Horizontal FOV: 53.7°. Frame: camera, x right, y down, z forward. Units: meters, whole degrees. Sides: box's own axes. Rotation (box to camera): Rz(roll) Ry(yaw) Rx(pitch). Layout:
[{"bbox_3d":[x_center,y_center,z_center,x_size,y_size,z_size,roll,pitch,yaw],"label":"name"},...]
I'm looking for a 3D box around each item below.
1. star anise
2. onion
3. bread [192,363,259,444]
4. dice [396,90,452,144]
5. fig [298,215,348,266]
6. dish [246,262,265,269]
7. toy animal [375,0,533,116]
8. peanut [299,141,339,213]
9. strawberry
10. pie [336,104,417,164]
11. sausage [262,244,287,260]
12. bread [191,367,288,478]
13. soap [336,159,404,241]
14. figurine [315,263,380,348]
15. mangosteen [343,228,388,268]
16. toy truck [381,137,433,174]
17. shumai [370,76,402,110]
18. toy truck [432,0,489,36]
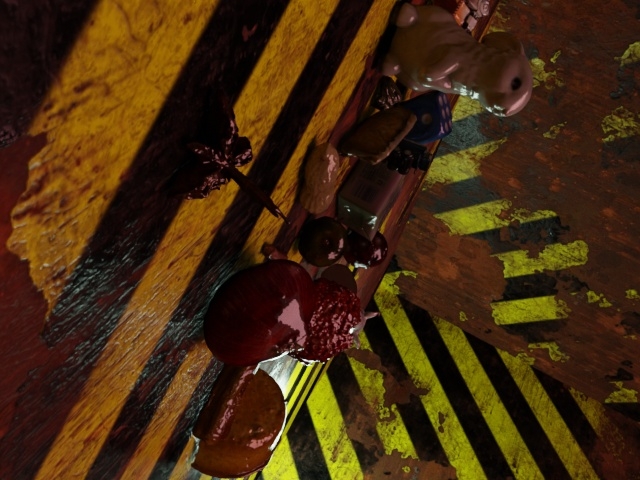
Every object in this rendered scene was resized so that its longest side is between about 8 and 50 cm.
[{"bbox_3d":[-0.108,-0.092,0.849,0.158,0.144,0.140,-61,160,-3],"label":"star anise"},{"bbox_3d":[-0.110,0.148,1.247,0.247,0.161,0.248,-15,117,-32],"label":"onion"},{"bbox_3d":[-0.219,0.371,1.567,0.271,0.077,0.139,-63,172,-9],"label":"bread"},{"bbox_3d":[0.318,-0.376,1.942,0.146,0.146,0.143,-40,116,-57],"label":"dice"},{"bbox_3d":[0.017,0.004,1.653,0.185,0.126,0.133,5,99,-74],"label":"fig"},{"bbox_3d":[-0.136,0.078,1.348,0.091,0.039,0.137,-61,166,9],"label":"dish"},{"bbox_3d":[0.321,-0.412,1.455,0.258,0.357,0.194,-53,163,-46],"label":"toy animal"},{"bbox_3d":[-0.001,-0.135,1.372,0.082,0.082,0.187,-54,165,-35],"label":"peanut"},{"bbox_3d":[-0.024,0.221,1.815,0.261,0.257,0.261,-48,-162,22],"label":"strawberry"},{"bbox_3d":[0.148,-0.270,1.597,0.282,0.128,0.069,-48,150,-44],"label":"pie"},{"bbox_3d":[-0.101,0.031,1.418,0.035,0.030,0.147,-59,168,-4],"label":"sausage"},{"bbox_3d":[-0.193,0.517,1.754,0.340,0.178,0.195,-46,160,-56],"label":"bread"},{"bbox_3d":[0.148,-0.136,1.858,0.200,0.138,0.182,-58,166,-20],"label":"soap"},{"bbox_3d":[0.066,0.226,2.179,0.206,0.284,0.316,-46,137,-26],"label":"figurine"},{"bbox_3d":[0.158,0.009,2.223,0.166,0.166,0.180,11,80,-78],"label":"mangosteen"},{"bbox_3d":[0.198,-0.243,1.682,0.088,0.201,0.074,-58,165,-35],"label":"toy truck"},{"bbox_3d":[0.165,-0.373,1.632,0.080,0.082,0.083,-27,165,18],"label":"shumai"},{"bbox_3d":[0.339,-0.577,1.678,0.135,0.114,0.271,35,82,-34],"label":"toy truck"}]
